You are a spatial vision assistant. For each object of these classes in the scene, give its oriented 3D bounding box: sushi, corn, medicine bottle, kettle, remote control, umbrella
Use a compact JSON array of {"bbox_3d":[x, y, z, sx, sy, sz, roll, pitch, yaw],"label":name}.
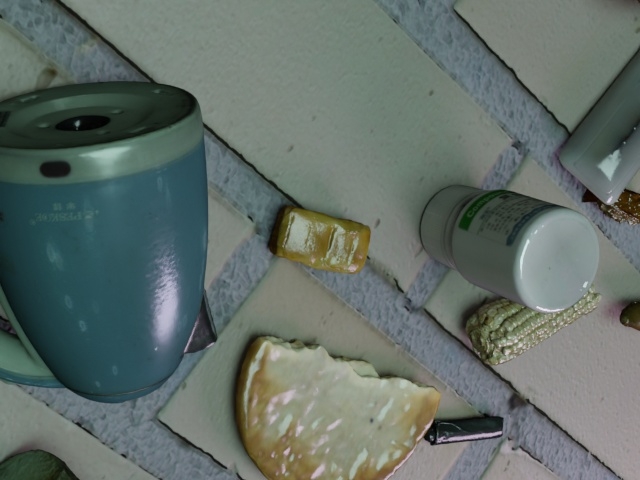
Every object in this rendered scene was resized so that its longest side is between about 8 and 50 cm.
[{"bbox_3d":[0.450,-0.051,1.749,0.120,0.052,0.055,15,95,-30],"label":"sushi"},{"bbox_3d":[0.302,0.106,1.696,0.211,0.087,0.087,-25,113,-27],"label":"corn"},{"bbox_3d":[0.241,0.003,1.543,0.139,0.237,0.139,-6,105,-26],"label":"medicine bottle"},{"bbox_3d":[-0.277,0.021,1.301,0.319,0.247,0.342,-1,114,4],"label":"kettle"},{"bbox_3d":[0.474,-0.199,1.708,0.109,0.055,0.313,41,80,-6],"label":"remote control"},{"bbox_3d":[0.209,0.274,1.712,0.133,0.031,0.036,-2,76,-27],"label":"umbrella"}]

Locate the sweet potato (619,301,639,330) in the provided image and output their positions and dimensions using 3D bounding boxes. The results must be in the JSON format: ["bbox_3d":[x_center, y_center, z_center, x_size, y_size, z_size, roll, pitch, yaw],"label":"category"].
[{"bbox_3d":[0.561,0.112,1.844,0.274,0.067,0.067,-2,103,-33],"label":"sweet potato"}]

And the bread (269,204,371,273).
[{"bbox_3d":[0.000,0.000,1.520,0.132,0.053,0.074,16,94,-28],"label":"bread"}]

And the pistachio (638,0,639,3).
[{"bbox_3d":[0.495,-0.438,1.629,0.212,0.163,0.260,-8,93,-47],"label":"pistachio"}]

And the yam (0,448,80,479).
[{"bbox_3d":[-0.298,0.389,1.398,0.161,0.161,0.268,-40,115,-14],"label":"yam"}]

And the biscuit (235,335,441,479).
[{"bbox_3d":[0.009,0.248,1.591,0.309,0.040,0.204,20,92,-30],"label":"biscuit"}]
